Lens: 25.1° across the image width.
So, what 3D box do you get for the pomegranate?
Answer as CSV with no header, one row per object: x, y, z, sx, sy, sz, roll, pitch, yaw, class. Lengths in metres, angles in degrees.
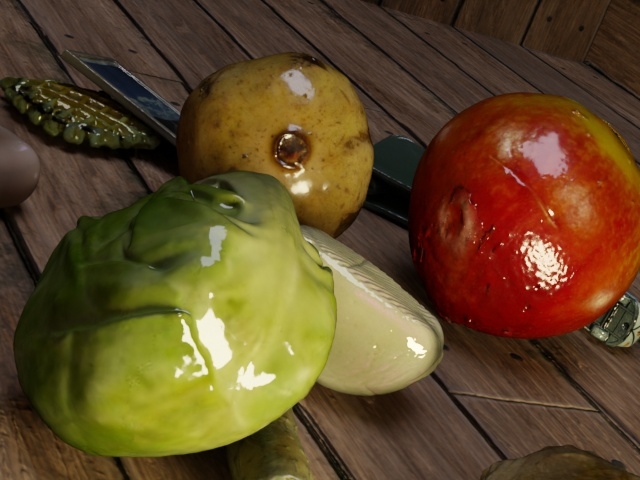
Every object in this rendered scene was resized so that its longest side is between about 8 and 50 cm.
-0.060,-0.114,1.951,0.281,0.281,0.281,19,20,-7,pomegranate

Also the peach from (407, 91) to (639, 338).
0.278,-0.027,2.004,0.370,0.370,0.370,19,20,-7,peach

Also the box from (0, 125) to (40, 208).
-0.438,-0.094,1.746,0.146,0.088,0.200,34,23,34,box

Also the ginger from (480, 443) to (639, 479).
0.218,0.285,1.395,0.221,0.130,0.276,7,17,-15,ginger

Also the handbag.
0.187,-0.076,2.380,0.260,0.079,0.247,28,21,14,handbag

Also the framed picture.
-0.265,-0.203,2.200,0.260,0.023,0.189,39,11,10,framed picture

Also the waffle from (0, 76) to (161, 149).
-0.356,-0.190,2.133,0.207,0.054,0.214,9,23,-38,waffle

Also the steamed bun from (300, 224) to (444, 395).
0.020,0.097,1.661,0.238,0.153,0.170,40,10,8,steamed bun

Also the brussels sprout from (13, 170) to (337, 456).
-0.131,0.068,1.349,0.328,0.247,0.328,-11,28,6,brussels sprout

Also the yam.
-0.061,0.182,1.442,0.083,0.083,0.371,16,18,-15,yam

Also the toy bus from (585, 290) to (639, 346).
0.419,0.091,2.180,0.089,0.087,0.194,17,17,-44,toy bus
